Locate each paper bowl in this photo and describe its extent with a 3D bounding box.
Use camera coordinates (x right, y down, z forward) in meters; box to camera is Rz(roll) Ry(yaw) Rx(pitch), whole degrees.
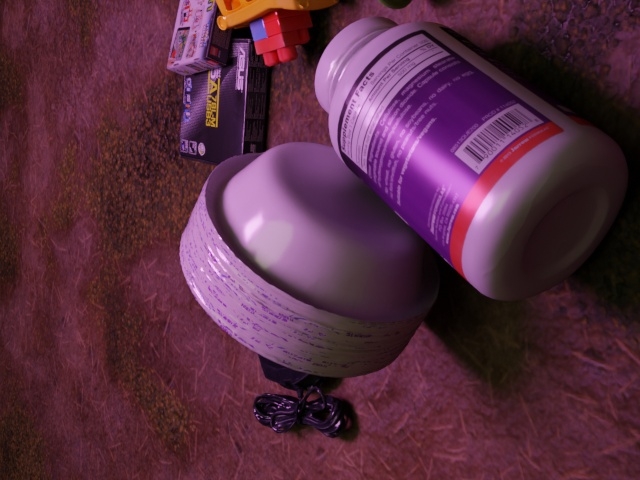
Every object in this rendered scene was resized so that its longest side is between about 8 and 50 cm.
[{"bbox_3d":[0.000,0.000,0.948,0.284,0.284,0.148,53,131,34],"label":"paper bowl"}]

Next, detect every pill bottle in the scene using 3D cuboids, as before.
[{"bbox_3d":[0.131,-0.099,0.861,0.323,0.182,0.181,48,127,38],"label":"pill bottle"}]

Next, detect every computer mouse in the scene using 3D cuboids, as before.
[{"bbox_3d":[-0.044,0.130,1.191,0.189,0.072,0.272,-7,100,49],"label":"computer mouse"}]

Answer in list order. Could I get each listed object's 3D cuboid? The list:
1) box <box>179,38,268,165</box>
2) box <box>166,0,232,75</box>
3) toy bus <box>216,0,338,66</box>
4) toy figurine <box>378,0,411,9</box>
[{"bbox_3d":[-0.149,-0.209,1.304,0.184,0.045,0.190,19,107,52],"label":"box"},{"bbox_3d":[-0.167,-0.355,1.279,0.114,0.036,0.206,2,79,49],"label":"box"},{"bbox_3d":[-0.047,-0.340,1.106,0.220,0.149,0.211,-8,100,48],"label":"toy bus"},{"bbox_3d":[0.136,-0.349,0.918,0.159,0.130,0.173,-7,63,38],"label":"toy figurine"}]
